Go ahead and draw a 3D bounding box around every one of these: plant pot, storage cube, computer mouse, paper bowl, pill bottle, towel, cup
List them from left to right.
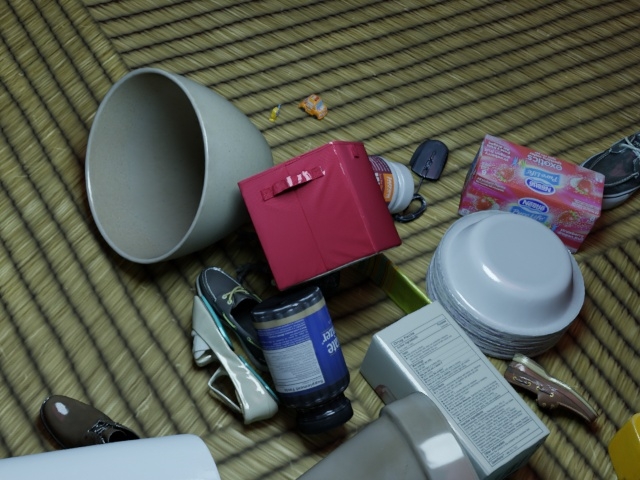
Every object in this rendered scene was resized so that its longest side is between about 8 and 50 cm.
[{"bbox_3d":[-0.223,-0.127,1.873,0.237,0.331,0.331,-1,48,-48],"label":"cup"},{"bbox_3d":[-0.024,0.194,1.709,0.122,0.123,0.219,-24,101,-30],"label":"pill bottle"},{"bbox_3d":[0.005,-0.043,1.766,0.183,0.215,0.193,-22,86,17],"label":"storage cube"},{"bbox_3d":[0.069,-0.102,1.983,0.221,0.121,0.121,-1,49,-46],"label":"pill bottle"},{"bbox_3d":[0.079,0.418,1.525,0.280,0.323,0.323,-22,60,-10],"label":"plant pot"},{"bbox_3d":[0.151,0.097,1.902,0.021,0.102,0.237,-38,69,-20],"label":"towel"},{"bbox_3d":[0.203,-0.126,2.130,0.071,0.041,0.242,24,51,3],"label":"computer mouse"},{"bbox_3d":[0.348,0.065,1.952,0.284,0.148,0.284,8,50,-10],"label":"paper bowl"}]

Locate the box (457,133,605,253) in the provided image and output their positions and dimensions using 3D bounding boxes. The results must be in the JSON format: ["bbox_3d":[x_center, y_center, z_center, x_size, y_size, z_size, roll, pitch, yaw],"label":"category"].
[{"bbox_3d":[0.417,-0.091,2.104,0.256,0.128,0.123,19,50,0],"label":"box"}]

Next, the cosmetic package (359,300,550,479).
[{"bbox_3d":[0.217,0.267,1.768,0.153,0.129,0.296,-25,63,-28],"label":"cosmetic package"}]

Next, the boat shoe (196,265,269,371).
[{"bbox_3d":[-0.133,0.120,1.826,0.081,0.069,0.228,-28,64,-31],"label":"boat shoe"}]

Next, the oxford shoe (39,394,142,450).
[{"bbox_3d":[-0.332,0.296,1.619,0.227,0.096,0.083,31,53,12],"label":"oxford shoe"}]

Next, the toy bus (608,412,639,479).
[{"bbox_3d":[0.598,0.446,1.744,0.130,0.108,0.333,-8,55,-23],"label":"toy bus"}]

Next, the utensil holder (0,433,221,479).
[{"bbox_3d":[-0.328,0.428,1.369,0.385,0.328,0.328,-6,55,-21],"label":"utensil holder"}]

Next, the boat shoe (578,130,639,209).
[{"bbox_3d":[0.658,-0.177,2.241,0.335,0.119,0.121,-29,65,-32],"label":"boat shoe"}]

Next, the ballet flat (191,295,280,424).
[{"bbox_3d":[-0.164,0.201,1.755,0.086,0.086,0.248,-25,64,-30],"label":"ballet flat"}]

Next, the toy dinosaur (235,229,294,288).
[{"bbox_3d":[-0.094,0.019,1.908,0.118,0.064,0.268,-9,37,7],"label":"toy dinosaur"}]

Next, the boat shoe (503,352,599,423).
[{"bbox_3d":[0.403,0.271,1.866,0.178,0.064,0.060,34,82,14],"label":"boat shoe"}]

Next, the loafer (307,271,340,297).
[{"bbox_3d":[0.000,0.000,1.950,0.076,0.078,0.223,1,52,-15],"label":"loafer"}]

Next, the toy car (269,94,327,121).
[{"bbox_3d":[-0.041,-0.266,2.174,0.122,0.040,0.060,-28,64,-32],"label":"toy car"}]
